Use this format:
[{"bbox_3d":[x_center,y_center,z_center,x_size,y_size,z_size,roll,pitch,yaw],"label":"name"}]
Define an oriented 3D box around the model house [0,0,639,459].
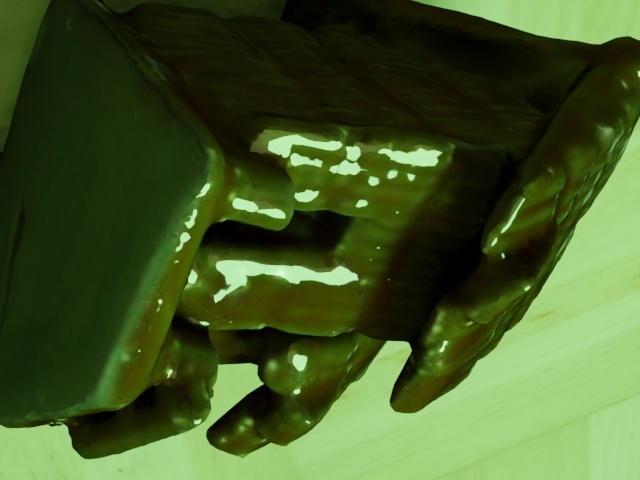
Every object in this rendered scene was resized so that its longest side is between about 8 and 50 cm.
[{"bbox_3d":[-0.002,0.000,0.757,0.229,0.220,0.199,2,124,-21],"label":"model house"}]
